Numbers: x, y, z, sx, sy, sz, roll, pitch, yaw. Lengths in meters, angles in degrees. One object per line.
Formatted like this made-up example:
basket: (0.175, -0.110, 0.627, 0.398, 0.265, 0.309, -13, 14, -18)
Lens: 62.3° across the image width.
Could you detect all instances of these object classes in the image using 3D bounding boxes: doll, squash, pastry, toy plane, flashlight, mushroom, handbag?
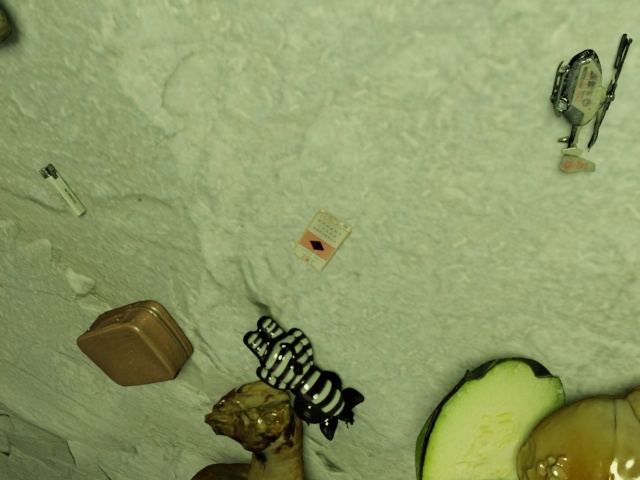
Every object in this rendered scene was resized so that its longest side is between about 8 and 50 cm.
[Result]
doll: (-0.027, 0.201, 0.778, 0.219, 0.091, 0.067, 49, 154, -15)
squash: (0.210, 0.214, 0.676, 0.192, 0.085, 0.184, 4, 107, -13)
pastry: (0.378, 0.285, 0.546, 0.316, 0.184, 0.284, -17, 116, 22)
toy plane: (0.219, -0.111, 0.445, 0.049, 0.031, 0.120, 7, 126, 12)
flashlight: (-0.383, -0.074, 0.787, 0.018, 0.018, 0.083, -12, 119, 33)
mushroom: (-0.084, 0.448, 0.936, 0.331, 0.356, 0.334, -20, 152, 34)
handbag: (-0.320, 0.186, 0.926, 0.193, 0.072, 0.151, -21, 113, 35)

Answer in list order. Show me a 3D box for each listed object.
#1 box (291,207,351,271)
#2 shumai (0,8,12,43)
box: (0.000, 0.000, 0.655, 0.046, 0.012, 0.083, 33, 133, -1)
shumai: (-0.440, -0.304, 0.577, 0.201, 0.201, 0.120, 16, 90, 15)
